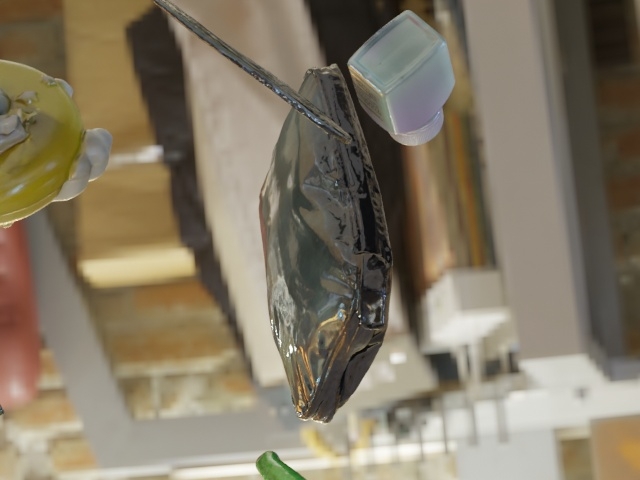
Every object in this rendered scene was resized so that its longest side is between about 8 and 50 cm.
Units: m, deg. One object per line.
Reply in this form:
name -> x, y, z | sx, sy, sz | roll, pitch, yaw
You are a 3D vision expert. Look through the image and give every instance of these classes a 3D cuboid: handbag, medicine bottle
handbag -> 0.000, 0.002, 1.766 | 0.075, 0.332, 0.192 | 9, 131, -18
medicine bottle -> 0.072, -0.130, 1.670 | 0.074, 0.055, 0.118 | -43, 153, -10

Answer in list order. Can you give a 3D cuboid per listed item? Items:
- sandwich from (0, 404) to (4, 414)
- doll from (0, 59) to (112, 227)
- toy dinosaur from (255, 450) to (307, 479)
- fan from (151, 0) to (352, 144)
sandwich -> -0.382, 0.183, 2.105 | 0.101, 0.026, 0.069 | 0, -155, 45
doll -> -0.340, -0.101, 1.940 | 0.252, 0.237, 0.111 | -28, 146, -35
toy dinosaur -> 0.192, 0.268, 1.463 | 0.374, 0.144, 0.500 | 20, -172, -26
fan -> -0.082, -0.155, 1.540 | 0.223, 0.012, 0.294 | 34, -176, -23
